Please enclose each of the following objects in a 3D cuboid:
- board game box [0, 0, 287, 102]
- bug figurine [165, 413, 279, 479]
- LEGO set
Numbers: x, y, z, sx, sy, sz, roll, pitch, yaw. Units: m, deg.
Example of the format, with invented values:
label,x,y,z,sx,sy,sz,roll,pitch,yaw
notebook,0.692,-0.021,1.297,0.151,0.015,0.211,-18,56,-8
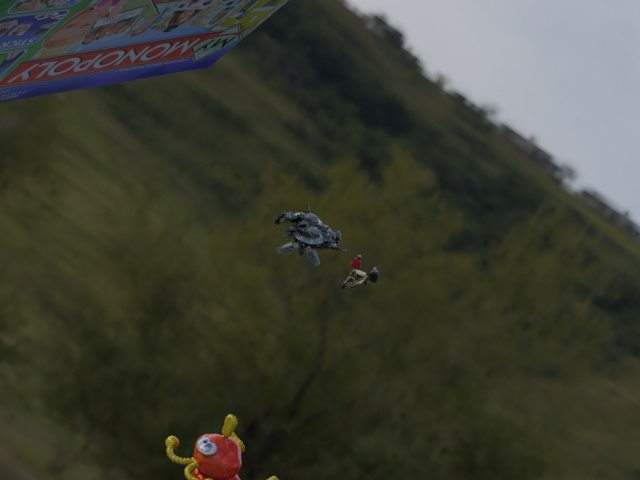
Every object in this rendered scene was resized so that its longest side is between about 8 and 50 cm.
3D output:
label,x,y,z,sx,sy,sz,roll,pitch,yaw
board game box,-0.126,-0.168,1.170,0.213,0.317,0.046,-35,-101,39
bug figurine,-0.027,0.261,1.238,0.279,0.072,0.216,36,-49,47
LEGO set,0.002,0.000,1.108,0.083,0.023,0.054,26,29,18
